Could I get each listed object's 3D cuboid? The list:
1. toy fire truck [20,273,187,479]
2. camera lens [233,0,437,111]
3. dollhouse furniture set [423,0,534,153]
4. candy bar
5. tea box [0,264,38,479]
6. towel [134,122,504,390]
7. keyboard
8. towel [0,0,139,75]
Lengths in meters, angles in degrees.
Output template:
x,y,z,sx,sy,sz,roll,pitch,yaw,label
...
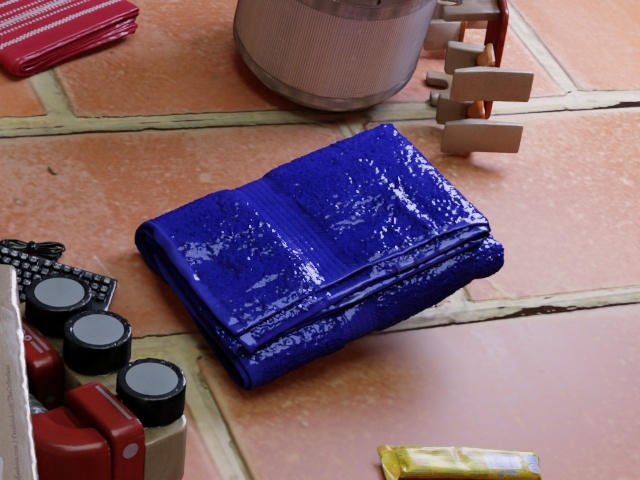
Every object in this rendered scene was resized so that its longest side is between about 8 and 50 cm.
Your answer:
x,y,z,sx,sy,sz,roll,pitch,yaw,label
-0.256,0.135,1.456,0.246,0.158,0.217,-20,42,-34,toy fire truck
0.026,-0.298,2.009,0.219,0.274,0.219,7,49,-8,camera lens
0.205,-0.264,2.073,0.135,0.259,0.262,2,41,-6,dollhouse furniture set
0.132,0.206,1.655,0.161,0.018,0.040,4,43,-18,candy bar
-0.319,0.230,1.190,0.220,0.323,0.329,4,40,-18,tea box
0.000,0.000,1.754,0.308,0.076,0.227,-23,53,-24,towel
-0.283,0.028,1.703,0.180,0.023,0.108,17,37,-3,keyboard
-0.364,-0.286,2.054,0.275,0.031,0.199,36,43,24,towel
